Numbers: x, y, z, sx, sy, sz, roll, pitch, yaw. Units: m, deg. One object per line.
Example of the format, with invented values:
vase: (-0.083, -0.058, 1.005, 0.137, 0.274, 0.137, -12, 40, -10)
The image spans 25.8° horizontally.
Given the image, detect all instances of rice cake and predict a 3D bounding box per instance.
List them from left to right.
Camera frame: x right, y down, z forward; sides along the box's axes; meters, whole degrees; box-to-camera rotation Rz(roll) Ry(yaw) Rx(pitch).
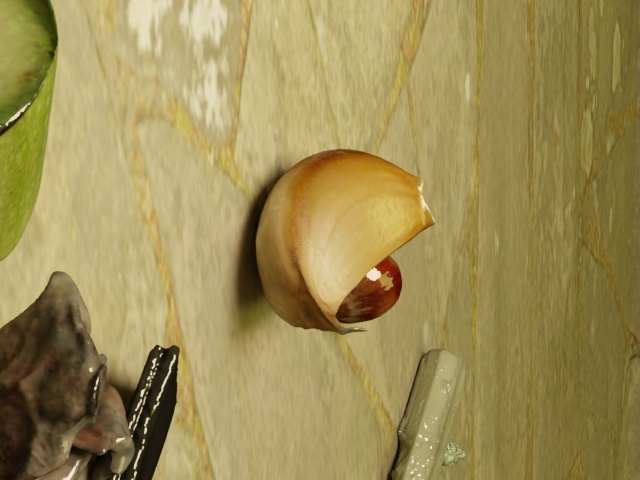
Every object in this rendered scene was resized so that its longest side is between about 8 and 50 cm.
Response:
rice cake: (0.111, 0.236, 1.567, 0.052, 0.057, 0.256, 49, 48, -38)

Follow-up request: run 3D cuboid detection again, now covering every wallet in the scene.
wallet: (-0.140, 0.197, 0.936, 0.124, 0.025, 0.244, 104, 1, -63)

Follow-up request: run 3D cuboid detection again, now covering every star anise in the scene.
star anise: (-0.173, 0.153, 0.780, 0.258, 0.110, 0.198, -68, 154, -20)

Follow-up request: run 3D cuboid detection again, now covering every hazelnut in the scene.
hazelnut: (0.037, 0.041, 1.317, 0.086, 0.086, 0.086, 5, 90, -68)

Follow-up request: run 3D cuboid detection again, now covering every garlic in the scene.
garlic: (-0.001, 0.007, 1.173, 0.115, 0.128, 0.207, -45, -174, 43)

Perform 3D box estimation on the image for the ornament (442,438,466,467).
ornament: (0.132, 0.256, 1.644, 0.092, 0.041, 0.068, -43, 129, -45)

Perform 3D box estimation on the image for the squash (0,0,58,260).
squash: (-0.196, -0.056, 0.626, 0.123, 0.170, 0.170, 93, 15, -55)
